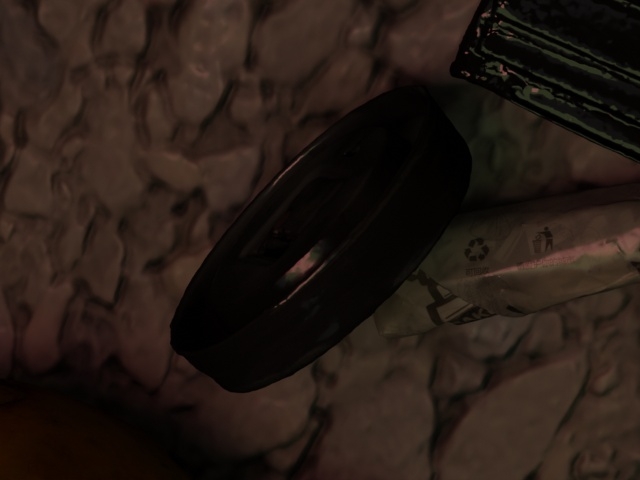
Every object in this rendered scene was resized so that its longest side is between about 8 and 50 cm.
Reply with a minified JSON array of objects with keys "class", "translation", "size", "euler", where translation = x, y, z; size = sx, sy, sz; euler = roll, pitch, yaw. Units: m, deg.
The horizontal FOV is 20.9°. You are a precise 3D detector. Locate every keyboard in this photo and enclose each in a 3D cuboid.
[{"class":"keyboard","translation":[0.195,-0.070,0.894],"size":[0.250,0.017,0.087],"euler":[25,117,1]}]

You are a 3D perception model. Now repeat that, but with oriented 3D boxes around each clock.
[{"class":"clock","translation":[0.000,0.000,0.878],"size":[0.184,0.184,0.040],"euler":[-39,108,24]}]

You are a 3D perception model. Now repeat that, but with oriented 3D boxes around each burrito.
[{"class":"burrito","translation":[0.110,0.010,0.926],"size":[0.203,0.064,0.064],"euler":[-12,110,18]}]

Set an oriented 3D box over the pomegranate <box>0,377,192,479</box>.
[{"class":"pomegranate","translation":[-0.166,0.205,0.970],"size":[0.260,0.260,0.260],"euler":[5,114,10]}]
